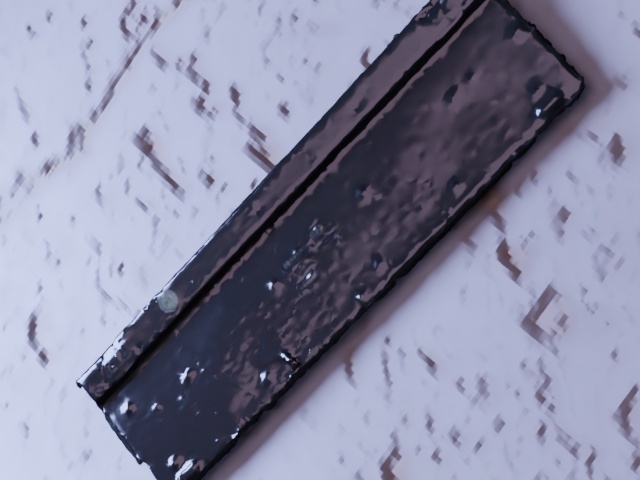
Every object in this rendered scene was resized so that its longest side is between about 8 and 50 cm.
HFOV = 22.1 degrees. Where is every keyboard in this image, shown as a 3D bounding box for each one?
[{"bbox_3d":[0.000,0.000,0.533,0.195,0.018,0.060,-46,66,14],"label":"keyboard"}]
